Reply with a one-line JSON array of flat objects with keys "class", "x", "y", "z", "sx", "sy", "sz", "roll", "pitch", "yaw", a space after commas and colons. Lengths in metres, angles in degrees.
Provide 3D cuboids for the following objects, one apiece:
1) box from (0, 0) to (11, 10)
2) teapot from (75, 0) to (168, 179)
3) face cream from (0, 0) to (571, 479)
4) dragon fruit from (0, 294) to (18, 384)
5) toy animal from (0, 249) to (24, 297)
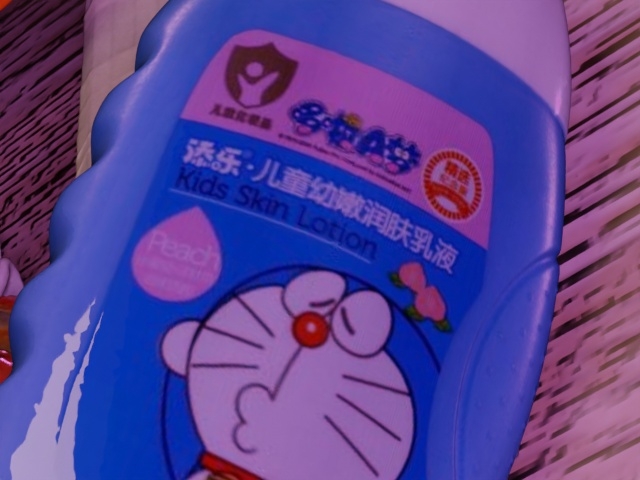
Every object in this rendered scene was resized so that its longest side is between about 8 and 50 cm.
[{"class": "box", "x": -0.294, "y": -0.129, "z": 0.752, "sx": 0.318, "sy": 0.257, "sz": 0.349, "roll": -43, "pitch": 16, "yaw": -21}, {"class": "teapot", "x": -0.030, "y": -0.032, "z": 0.679, "sx": 0.107, "sy": 0.077, "sz": 0.200, "roll": -10, "pitch": 48, "yaw": 7}, {"class": "face cream", "x": 0.000, "y": 0.000, "z": 0.562, "sx": 0.083, "sy": 0.149, "sz": 0.264, "roll": -43, "pitch": 24, "yaw": 63}, {"class": "dragon fruit", "x": -0.161, "y": 0.126, "z": 0.639, "sx": 0.274, "sy": 0.126, "sz": 0.161, "roll": -50, "pitch": 36, "yaw": 5}, {"class": "toy animal", "x": -0.206, "y": 0.084, "z": 0.771, "sx": 0.221, "sy": 0.130, "sz": 0.104, "roll": -20, "pitch": 7, "yaw": 1}]
